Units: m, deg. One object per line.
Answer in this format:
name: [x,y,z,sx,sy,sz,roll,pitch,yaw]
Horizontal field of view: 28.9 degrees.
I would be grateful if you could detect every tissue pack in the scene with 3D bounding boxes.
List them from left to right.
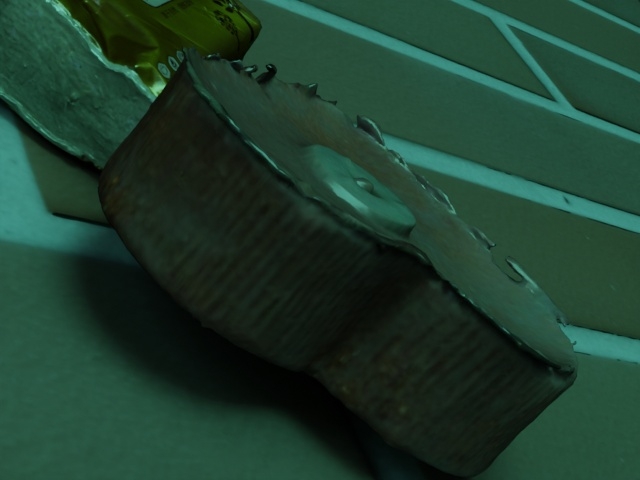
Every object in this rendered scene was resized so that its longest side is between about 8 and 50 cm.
tissue pack: [-0.156,-0.154,0.877,0.183,0.092,0.226,36,24,-1]

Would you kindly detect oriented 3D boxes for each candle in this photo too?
candle: [0.000,0.000,0.791,0.317,0.131,0.287,35,19,-27]
